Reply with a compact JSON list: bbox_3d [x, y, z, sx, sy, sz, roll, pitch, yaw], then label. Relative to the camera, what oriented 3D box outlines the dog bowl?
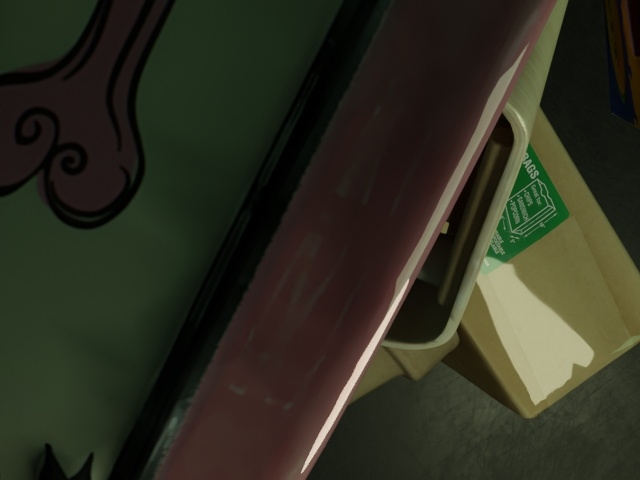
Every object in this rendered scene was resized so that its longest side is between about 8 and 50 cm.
[{"bbox_3d":[-0.024,-0.054,0.555,0.408,0.150,0.408,-63,179,-2],"label":"dog bowl"}]

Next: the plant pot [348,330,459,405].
[{"bbox_3d":[-0.049,0.074,1.336,0.229,0.263,0.263,-46,179,-4],"label":"plant pot"}]

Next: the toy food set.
[{"bbox_3d":[0.088,-0.094,0.988,0.306,0.092,0.219,103,5,-58],"label":"toy food set"}]

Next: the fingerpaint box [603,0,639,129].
[{"bbox_3d":[0.194,-0.261,0.612,0.371,0.163,0.444,-62,147,-80],"label":"fingerpaint box"}]

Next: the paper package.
[{"bbox_3d":[0.124,-0.031,1.433,0.168,0.325,0.309,-36,-161,-8],"label":"paper package"}]
